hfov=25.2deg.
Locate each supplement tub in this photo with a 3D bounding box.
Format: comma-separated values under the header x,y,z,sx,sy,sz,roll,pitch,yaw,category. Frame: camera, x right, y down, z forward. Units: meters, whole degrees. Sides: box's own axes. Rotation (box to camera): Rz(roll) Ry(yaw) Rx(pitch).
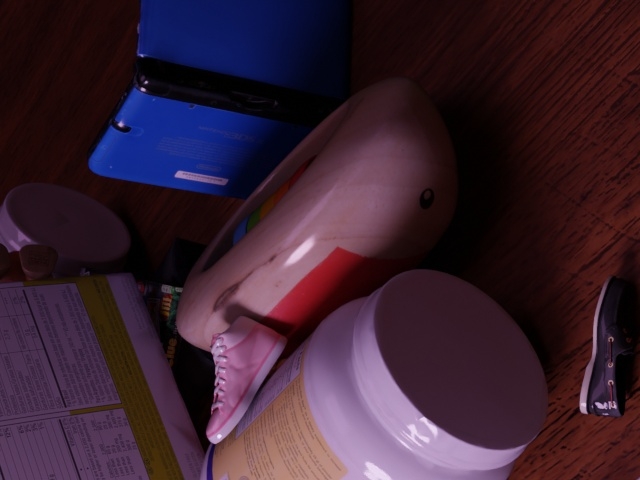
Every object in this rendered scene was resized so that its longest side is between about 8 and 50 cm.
x,y,z,sx,sy,sz,roll,pitch,yaw,category
0.050,0.204,1.453,0.331,0.241,0.241,-48,47,39,supplement tub
-0.440,0.099,2.194,0.325,0.235,0.235,-62,39,26,supplement tub

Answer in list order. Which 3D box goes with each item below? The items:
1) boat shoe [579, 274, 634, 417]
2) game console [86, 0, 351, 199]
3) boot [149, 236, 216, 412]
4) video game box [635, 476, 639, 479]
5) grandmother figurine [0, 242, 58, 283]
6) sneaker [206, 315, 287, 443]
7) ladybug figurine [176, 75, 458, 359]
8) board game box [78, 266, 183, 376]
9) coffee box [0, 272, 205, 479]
x,y,z,sx,sy,sz,roll,pitch,yaw,category
0.273,0.099,1.329,0.042,0.049,0.133,5,80,28,boat shoe
-0.121,-0.198,1.741,0.250,0.293,0.173,-50,44,38,game console
-0.230,0.266,1.955,0.445,0.146,0.367,-47,49,34,boot
0.362,0.236,1.163,0.205,0.048,0.187,-48,45,40,video game box
-0.441,0.165,2.044,0.104,0.208,0.342,-93,15,-59,grandmother figurine
-0.095,0.137,1.459,0.134,0.070,0.051,-58,10,-20,sneaker
0.000,0.000,1.588,0.449,0.162,0.305,-40,14,46,ladybug figurine
-0.260,0.114,1.890,0.260,0.030,0.136,7,89,53,board game box
-0.379,0.273,1.731,0.337,0.334,0.338,-48,57,42,coffee box
